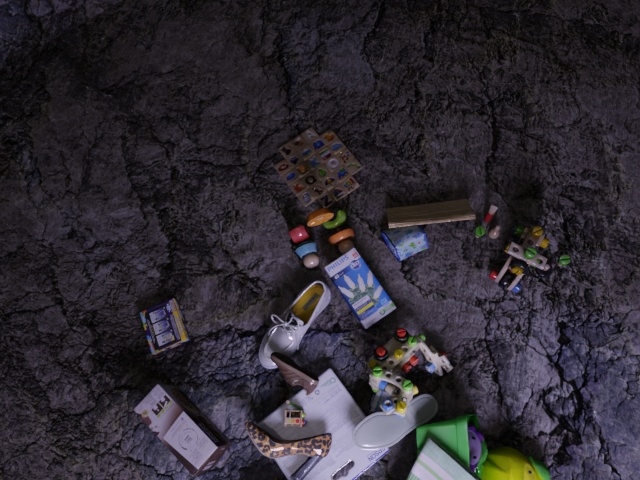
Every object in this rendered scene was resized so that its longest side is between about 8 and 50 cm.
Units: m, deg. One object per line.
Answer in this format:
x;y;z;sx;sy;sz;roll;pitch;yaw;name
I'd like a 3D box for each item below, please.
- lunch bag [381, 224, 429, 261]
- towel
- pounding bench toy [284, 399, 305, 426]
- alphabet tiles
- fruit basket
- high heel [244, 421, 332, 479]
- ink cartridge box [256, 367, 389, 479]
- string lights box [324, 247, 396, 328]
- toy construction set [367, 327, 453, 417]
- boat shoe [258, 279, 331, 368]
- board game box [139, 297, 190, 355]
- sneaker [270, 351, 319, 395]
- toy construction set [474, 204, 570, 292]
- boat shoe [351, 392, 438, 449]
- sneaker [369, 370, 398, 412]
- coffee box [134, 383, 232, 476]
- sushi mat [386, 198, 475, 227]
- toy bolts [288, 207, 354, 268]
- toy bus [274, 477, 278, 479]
0.307;-0.012;1.850;0.129;0.096;0.151;-25;41;-2;lunch bag
0.323;0.769;1.411;0.248;0.038;0.324;31;96;44;towel
-0.082;0.567;1.647;0.065;0.052;0.083;-1;71;5;pounding bench toy
-0.010;-0.297;2.029;0.285;0.011;0.342;-35;71;-5;alphabet tiles
0.493;0.713;1.506;0.392;0.283;0.391;-8;69;23;fruit basket
-0.100;0.620;1.605;0.261;0.093;0.186;42;84;2;high heel
0.003;0.656;1.672;0.324;0.071;0.330;-36;73;-7;ink cartridge box
0.138;0.170;1.790;0.133;0.077;0.259;-34;84;-5;string lights box
0.283;0.411;1.619;0.328;0.151;0.215;-24;46;-38;toy construction set
-0.095;0.288;1.761;0.136;0.156;0.367;39;79;17;boat shoe
-0.578;0.320;1.868;0.141;0.048;0.170;-23;70;-3;board game box
-0.099;0.449;1.684;0.188;0.066;0.071;30;98;16;sneaker
0.675;0.004;1.721;0.257;0.237;0.308;-35;70;-5;toy construction set
0.235;0.588;1.622;0.303;0.091;0.114;-16;75;-14;boat shoe
0.233;0.499;1.706;0.083;0.071;0.190;22;78;0;sneaker
-0.458;0.628;1.684;0.297;0.168;0.119;39;80;18;coffee box
0.404;-0.103;1.861;0.317;0.019;0.151;-6;28;5;sushi mat
0.000;0.000;1.839;0.229;0.218;0.158;-26;76;17;toy bolts
-0.152;0.908;1.578;0.211;0.149;0.220;44;83;2;toy bus
